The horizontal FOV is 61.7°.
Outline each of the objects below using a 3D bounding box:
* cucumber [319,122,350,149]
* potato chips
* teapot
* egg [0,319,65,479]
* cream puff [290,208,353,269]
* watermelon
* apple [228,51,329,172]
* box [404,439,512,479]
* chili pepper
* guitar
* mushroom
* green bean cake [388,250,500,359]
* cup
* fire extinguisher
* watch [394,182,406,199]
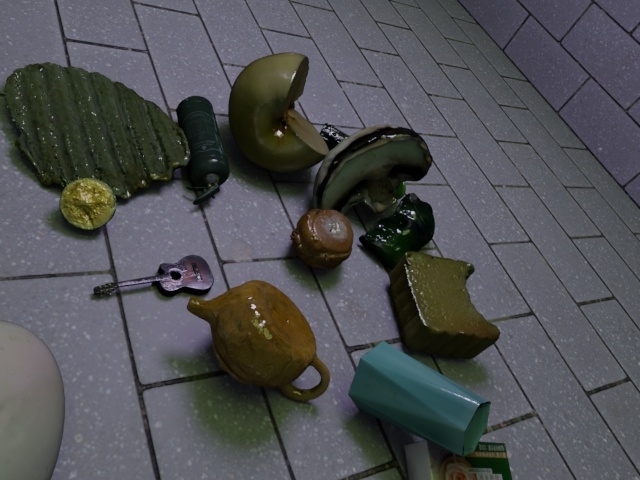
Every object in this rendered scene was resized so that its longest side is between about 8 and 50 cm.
[{"bbox_3d":[0.127,-0.255,1.611,0.293,0.067,0.067,30,42,-6],"label":"cucumber"},{"bbox_3d":[-0.505,-0.262,1.223,0.358,0.070,0.429,-10,57,-35],"label":"potato chips"},{"bbox_3d":[-0.115,0.196,0.989,0.311,0.167,0.203,45,14,-18],"label":"teapot"},{"bbox_3d":[-0.459,0.240,0.635,0.283,0.283,0.345,26,30,-9],"label":"egg"},{"bbox_3d":[0.000,0.000,1.259,0.165,0.115,0.150,5,56,-40],"label":"cream puff"},{"bbox_3d":[-0.462,-0.072,1.068,0.105,0.062,0.105,1,87,-20],"label":"watermelon"},{"bbox_3d":[-0.117,-0.323,1.384,0.233,0.295,0.258,-13,29,4],"label":"apple"},{"bbox_3d":[0.268,0.457,1.021,0.199,0.081,0.135,10,56,-21],"label":"box"},{"bbox_3d":[0.238,-0.031,1.434,0.148,0.116,0.264,48,44,7],"label":"chili pepper"},{"bbox_3d":[-0.323,0.080,1.051,0.233,0.025,0.088,-9,57,-36],"label":"guitar"},{"bbox_3d":[0.119,-0.171,1.384,0.130,0.344,0.247,52,-3,46],"label":"mushroom"},{"bbox_3d":[0.288,0.158,1.286,0.233,0.124,0.236,10,47,-23],"label":"green bean cake"},{"bbox_3d":[0.191,0.297,1.009,0.235,0.148,0.134,16,1,36],"label":"cup"},{"bbox_3d":[-0.288,-0.217,1.299,0.114,0.095,0.311,-14,56,-13],"label":"fire extinguisher"},{"bbox_3d":[0.154,-0.163,1.521,0.165,0.131,0.152,-22,84,-47],"label":"watch"}]
